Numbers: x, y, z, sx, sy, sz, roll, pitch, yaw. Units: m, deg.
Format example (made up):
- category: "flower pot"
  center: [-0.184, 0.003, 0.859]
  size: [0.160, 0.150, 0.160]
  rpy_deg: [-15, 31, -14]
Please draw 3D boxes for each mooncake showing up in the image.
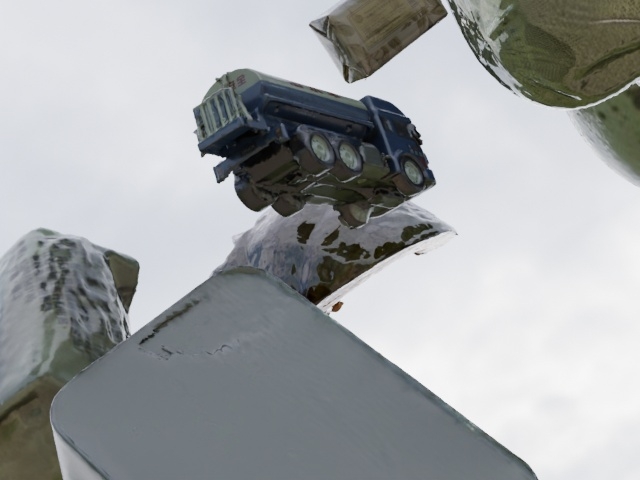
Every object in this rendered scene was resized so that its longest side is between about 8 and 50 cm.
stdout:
- category: "mooncake"
  center: [-0.240, 0.129, 1.419]
  size: [0.136, 0.254, 0.250]
  rpy_deg: [28, -55, -25]

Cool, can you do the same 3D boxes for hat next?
- category: "hat"
  center: [0.118, -0.122, 0.810]
  size: [0.110, 0.252, 0.252]
  rpy_deg: [-37, -33, -14]

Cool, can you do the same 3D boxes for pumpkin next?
- category: "pumpkin"
  center: [0.000, 0.000, 1.647]
  size: [0.254, 0.130, 0.149]
  rpy_deg: [-30, -12, -13]

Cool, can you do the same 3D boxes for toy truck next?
- category: "toy truck"
  center: [-0.008, -0.066, 1.219]
  size: [0.074, 0.088, 0.201]
  rpy_deg: [-32, -25, 32]

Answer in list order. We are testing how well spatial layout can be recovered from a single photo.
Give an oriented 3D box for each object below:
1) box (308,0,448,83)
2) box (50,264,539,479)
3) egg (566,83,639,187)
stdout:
- category: "box"
  center: [0.046, -0.173, 1.356]
  size: [0.098, 0.062, 0.045]
  rpy_deg: [-37, 11, -23]
- category: "box"
  center: [-0.008, 0.129, 0.765]
  size: [0.163, 0.243, 0.135]
  rpy_deg: [-37, -38, -24]
- category: "egg"
  center: [0.328, -0.204, 1.479]
  size: [0.287, 0.287, 0.379]
  rpy_deg: [-13, -60, -3]
